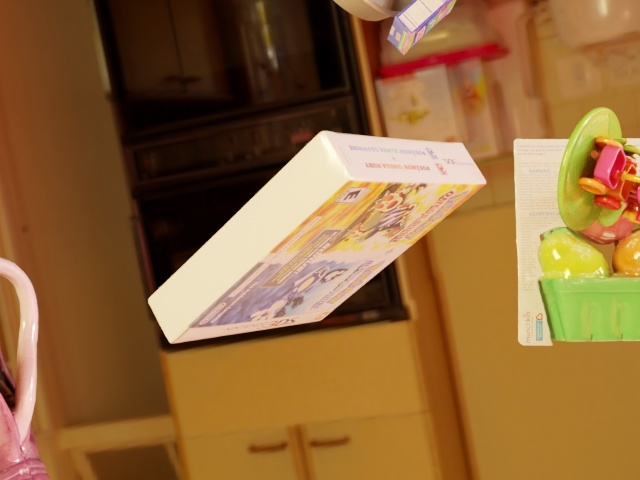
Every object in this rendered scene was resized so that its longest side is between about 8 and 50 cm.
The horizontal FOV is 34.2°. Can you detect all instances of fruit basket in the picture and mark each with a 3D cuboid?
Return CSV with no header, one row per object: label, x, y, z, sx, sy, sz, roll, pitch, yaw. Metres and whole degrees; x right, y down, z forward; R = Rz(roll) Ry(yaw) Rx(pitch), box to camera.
fruit basket,0.490,0.002,1.777,0.326,0.353,0.165,-1,170,-4

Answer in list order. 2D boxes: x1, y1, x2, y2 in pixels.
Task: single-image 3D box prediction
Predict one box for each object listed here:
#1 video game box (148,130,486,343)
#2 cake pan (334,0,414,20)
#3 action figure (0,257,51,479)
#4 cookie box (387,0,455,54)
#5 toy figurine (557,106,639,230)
video game box,0.000,0.000,0.785,0.205,0.048,0.187,-42,160,31
cake pan,0.050,-0.473,1.653,0.054,0.293,0.293,-28,172,35
action figure,-0.284,0.230,0.958,0.275,0.370,0.248,-35,169,19
cookie box,0.157,-0.346,1.592,0.107,0.040,0.092,-43,176,-9
toy figurine,0.347,-0.047,1.043,0.159,0.130,0.173,18,170,37
